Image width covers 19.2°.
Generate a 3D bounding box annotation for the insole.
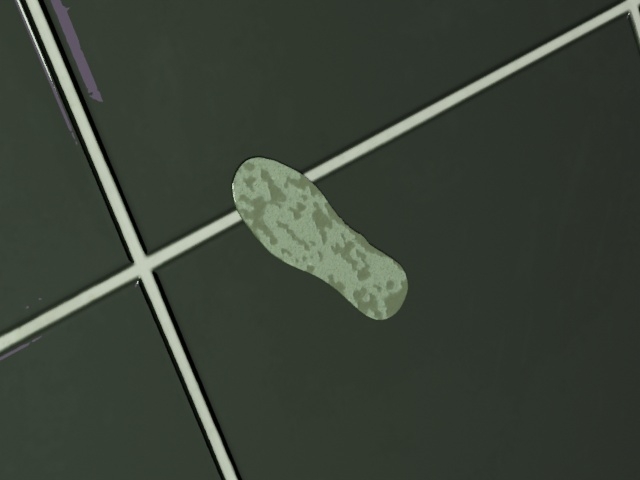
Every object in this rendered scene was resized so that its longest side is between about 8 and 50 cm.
[{"bbox_3d":[0.000,0.000,1.516,0.193,0.006,0.065,38,79,-29],"label":"insole"}]
